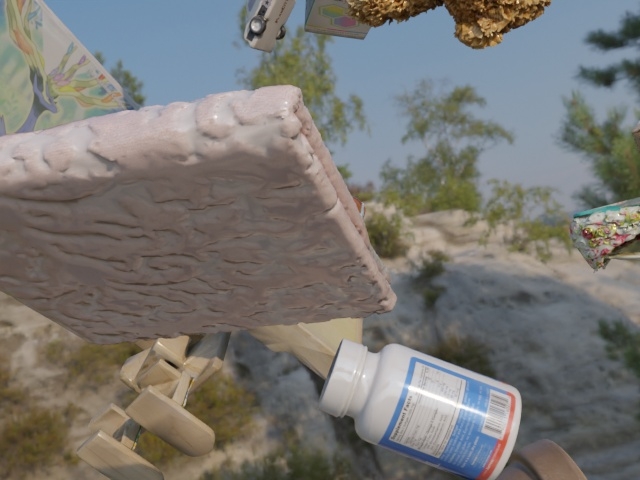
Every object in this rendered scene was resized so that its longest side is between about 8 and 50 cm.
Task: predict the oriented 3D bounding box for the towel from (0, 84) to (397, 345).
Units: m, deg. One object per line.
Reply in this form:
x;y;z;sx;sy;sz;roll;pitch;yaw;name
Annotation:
-0.127;0.001;0.633;0.331;0.053;0.317;-8;-28;16;towel

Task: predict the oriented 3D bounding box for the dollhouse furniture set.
-0.154;0.212;1.329;0.394;0.256;0.362;-41;19;25;dollhouse furniture set

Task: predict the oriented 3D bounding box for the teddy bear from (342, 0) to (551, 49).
0.119;-0.347;0.866;0.245;0.338;0.113;-22;-41;6;teddy bear

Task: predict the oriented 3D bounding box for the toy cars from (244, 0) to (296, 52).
-0.096;-0.542;1.484;0.176;0.087;0.394;-45;-21;-30;toy cars

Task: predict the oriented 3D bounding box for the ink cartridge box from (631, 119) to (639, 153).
0.567;-0.136;1.163;0.088;0.193;0.234;-13;21;45;ink cartridge box

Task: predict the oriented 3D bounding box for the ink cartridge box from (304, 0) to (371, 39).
0.043;-0.398;1.253;0.109;0.062;0.209;5;-9;-10;ink cartridge box

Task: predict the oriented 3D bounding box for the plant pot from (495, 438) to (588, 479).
0.282;0.453;1.123;0.229;0.263;0.263;-21;-1;-6;plant pot

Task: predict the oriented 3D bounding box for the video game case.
-0.385;-0.143;1.009;0.036;0.300;0.329;4;-30;33;video game case

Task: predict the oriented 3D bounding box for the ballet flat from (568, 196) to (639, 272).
0.394;-0.023;0.848;0.241;0.077;0.091;-21;-14;36;ballet flat

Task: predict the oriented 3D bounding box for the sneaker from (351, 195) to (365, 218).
0.000;0.000;1.199;0.067;0.175;0.064;31;12;-8;sneaker

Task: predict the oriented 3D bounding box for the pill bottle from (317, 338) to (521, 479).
0.115;0.197;0.931;0.221;0.124;0.124;20;-1;2;pill bottle
